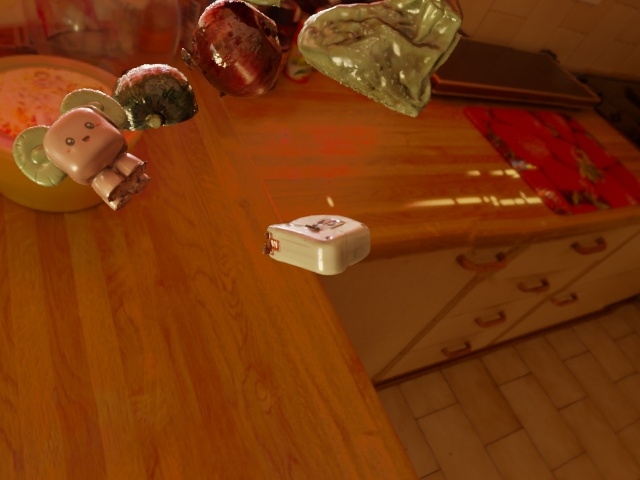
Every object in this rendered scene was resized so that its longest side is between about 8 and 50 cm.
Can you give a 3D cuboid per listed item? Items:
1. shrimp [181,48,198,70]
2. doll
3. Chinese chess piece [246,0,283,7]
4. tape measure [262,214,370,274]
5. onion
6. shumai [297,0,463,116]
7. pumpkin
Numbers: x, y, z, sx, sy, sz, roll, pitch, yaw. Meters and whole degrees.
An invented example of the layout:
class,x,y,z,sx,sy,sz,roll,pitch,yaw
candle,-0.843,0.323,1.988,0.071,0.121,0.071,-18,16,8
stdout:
class,x,y,z,sx,sy,sz,roll,pitch,yaw
shrimp,-0.510,-0.690,1.785,0.038,0.029,0.092,-39,95,-7
doll,-0.585,-0.222,1.172,0.268,0.216,0.284,42,70,-2
Chinese chess piece,-0.144,-0.729,1.219,0.237,0.092,0.238,-2,75,9
tape measure,0.000,0.000,1.418,0.258,0.130,0.265,14,27,41
onion,-0.229,-0.546,1.320,0.276,0.276,0.276,14,46,-15
shumai,0.107,-0.361,0.812,0.260,0.222,0.225,24,16,7
pumpkin,-0.605,-0.523,1.669,0.293,0.197,0.263,-16,32,-9
